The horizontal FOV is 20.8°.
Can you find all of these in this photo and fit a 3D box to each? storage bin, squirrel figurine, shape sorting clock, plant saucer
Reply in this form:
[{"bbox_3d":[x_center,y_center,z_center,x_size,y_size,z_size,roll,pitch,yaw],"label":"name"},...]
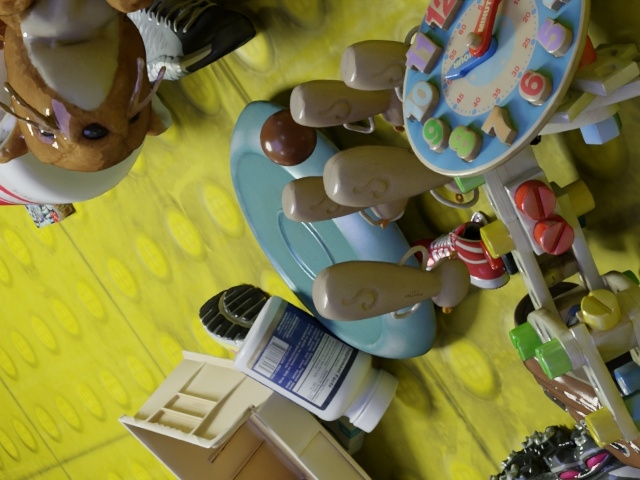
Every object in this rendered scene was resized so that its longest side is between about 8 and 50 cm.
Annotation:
[{"bbox_3d":[-0.065,0.271,2.091,0.262,0.123,0.260,49,159,-23],"label":"storage bin"},{"bbox_3d":[-0.259,-0.264,1.703,0.397,0.281,0.370,-142,38,-63],"label":"squirrel figurine"},{"bbox_3d":[0.130,-0.148,1.350,0.040,0.206,0.206,22,167,-29],"label":"shape sorting clock"},{"bbox_3d":[0.000,0.000,1.802,0.317,0.044,0.317,46,159,24],"label":"plant saucer"}]

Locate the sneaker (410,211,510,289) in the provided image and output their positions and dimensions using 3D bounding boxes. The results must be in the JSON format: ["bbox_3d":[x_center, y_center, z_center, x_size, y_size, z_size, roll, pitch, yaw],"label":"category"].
[{"bbox_3d":[0.126,0.002,1.656,0.118,0.042,0.067,17,137,43],"label":"sneaker"}]

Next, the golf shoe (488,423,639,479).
[{"bbox_3d":[0.244,0.240,1.679,0.120,0.105,0.273,48,153,-3],"label":"golf shoe"}]

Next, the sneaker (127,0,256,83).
[{"bbox_3d":[-0.159,-0.237,1.794,0.229,0.086,0.132,-6,113,60],"label":"sneaker"}]

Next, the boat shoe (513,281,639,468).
[{"bbox_3d":[0.295,0.144,1.499,0.307,0.111,0.104,40,155,43],"label":"boat shoe"}]

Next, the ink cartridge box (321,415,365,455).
[{"bbox_3d":[0.026,0.227,2.078,0.048,0.028,0.083,42,150,23],"label":"ink cartridge box"}]

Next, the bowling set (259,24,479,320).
[{"bbox_3d":[0.049,-0.087,1.586,0.200,0.154,0.287,48,137,51],"label":"bowling set"}]

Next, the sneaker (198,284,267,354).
[{"bbox_3d":[-0.065,0.128,2.059,0.208,0.081,0.094,31,151,40],"label":"sneaker"}]

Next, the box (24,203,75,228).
[{"bbox_3d":[-0.398,-0.085,2.396,0.137,0.027,0.094,60,151,-9],"label":"box"}]

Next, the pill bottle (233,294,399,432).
[{"bbox_3d":[-0.002,0.140,1.918,0.169,0.094,0.094,31,152,-3],"label":"pill bottle"}]

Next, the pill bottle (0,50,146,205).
[{"bbox_3d":[-0.408,-0.153,2.050,0.408,0.229,0.229,-1,121,45],"label":"pill bottle"}]

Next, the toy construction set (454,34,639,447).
[{"bbox_3d":[0.195,-0.015,1.409,0.215,0.151,0.327,-120,19,-65],"label":"toy construction set"}]
